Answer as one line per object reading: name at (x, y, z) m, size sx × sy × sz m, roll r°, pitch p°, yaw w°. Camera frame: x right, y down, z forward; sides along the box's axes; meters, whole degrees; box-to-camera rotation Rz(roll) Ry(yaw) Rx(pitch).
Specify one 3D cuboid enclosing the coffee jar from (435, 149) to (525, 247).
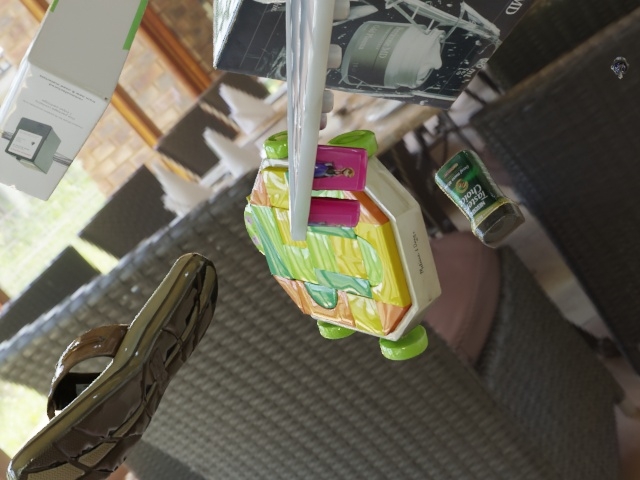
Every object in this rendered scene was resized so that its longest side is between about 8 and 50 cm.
coffee jar at (0.301, -0.078, 1.727) m, size 0.096 × 0.184 × 0.079 m, roll -45°, pitch -33°, yaw 19°

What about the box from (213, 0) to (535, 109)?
box at (0.097, -0.499, 1.550) m, size 0.480 × 0.471 × 0.297 m, roll 127°, pitch 144°, yaw -57°

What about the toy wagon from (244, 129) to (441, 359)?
toy wagon at (0.000, 0.000, 1.103) m, size 0.068 × 0.267 × 0.344 m, roll -30°, pitch 24°, yaw -33°

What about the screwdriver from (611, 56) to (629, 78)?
screwdriver at (0.397, -0.222, 1.209) m, size 0.024 × 0.025 × 0.170 m, roll -2°, pitch 20°, yaw 18°

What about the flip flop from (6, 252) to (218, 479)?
flip flop at (-0.184, 0.111, 0.809) m, size 0.112 × 0.080 × 0.277 m, roll 91°, pitch -156°, yaw -49°

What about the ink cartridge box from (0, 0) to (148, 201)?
ink cartridge box at (-0.359, -0.211, 1.256) m, size 0.273 × 0.114 × 0.198 m, roll -40°, pitch 32°, yaw 48°

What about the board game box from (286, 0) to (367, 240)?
board game box at (0.013, -0.262, 0.574) m, size 0.390 × 0.050 × 0.390 m, roll 99°, pitch 171°, yaw -54°

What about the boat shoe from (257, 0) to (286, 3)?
boat shoe at (0.009, -0.324, 0.998) m, size 0.335 × 0.121 × 0.119 m, roll 20°, pitch 39°, yaw 31°
